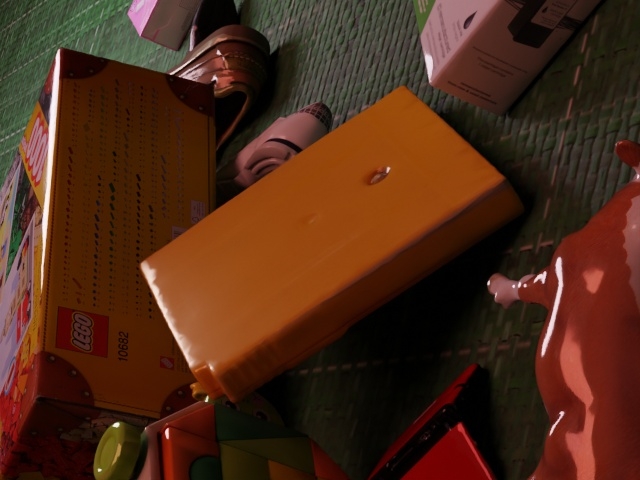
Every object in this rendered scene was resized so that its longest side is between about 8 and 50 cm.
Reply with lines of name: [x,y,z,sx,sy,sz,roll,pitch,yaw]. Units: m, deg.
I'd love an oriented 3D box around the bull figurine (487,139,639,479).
bull figurine: [0.202,0.074,1.349,0.188,0.101,0.310,-37,36,56]

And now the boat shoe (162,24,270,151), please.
boat shoe: [-0.175,-0.150,2.316,0.307,0.111,0.104,-44,33,44]

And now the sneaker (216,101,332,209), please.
sneaker: [-0.060,-0.078,2.071,0.235,0.090,0.094,-30,26,55]

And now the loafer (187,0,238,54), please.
loafer: [-0.151,-0.252,2.414,0.061,0.062,0.170,-37,37,58]

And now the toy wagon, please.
toy wagon: [-0.063,0.229,1.572,0.068,0.267,0.344,-53,28,30]

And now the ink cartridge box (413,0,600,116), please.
ink cartridge box: [0.180,-0.242,1.666,0.208,0.087,0.153,-51,30,34]

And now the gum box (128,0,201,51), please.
gum box: [-0.201,-0.378,2.618,0.188,0.062,0.107,-62,25,16]

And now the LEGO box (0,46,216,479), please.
LEGO box: [-0.263,0.098,2.040,0.372,0.193,0.500,121,155,-42]

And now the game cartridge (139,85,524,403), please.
game cartridge: [0.000,0.000,1.700,0.324,0.052,0.285,-35,27,-1]

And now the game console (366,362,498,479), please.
game console: [0.105,0.196,1.559,0.144,0.085,0.124,-49,-1,36]
